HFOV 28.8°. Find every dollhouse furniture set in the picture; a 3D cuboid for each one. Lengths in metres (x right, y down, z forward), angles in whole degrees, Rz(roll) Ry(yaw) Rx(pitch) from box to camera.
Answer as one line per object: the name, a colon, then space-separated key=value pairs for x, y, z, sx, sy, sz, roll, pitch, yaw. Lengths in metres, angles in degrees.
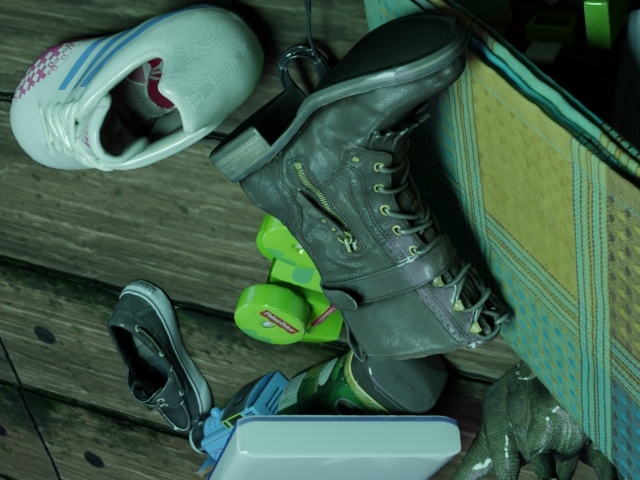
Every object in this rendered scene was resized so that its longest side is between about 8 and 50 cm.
dollhouse furniture set: x=0.135 y=-0.165 z=0.871 sx=0.152 sy=0.058 sz=0.076 roll=10 pitch=135 yaw=26

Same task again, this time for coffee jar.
coffee jar: x=0.041 y=0.150 z=1.244 sx=0.096 sy=0.079 sz=0.184 roll=39 pitch=142 yaw=-12

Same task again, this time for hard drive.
hard drive: x=-0.006 y=0.245 z=1.279 sx=0.210 sy=0.040 sz=0.318 roll=2 pitch=155 yaw=-13

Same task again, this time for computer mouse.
computer mouse: x=-0.004 y=-0.184 z=0.971 sx=0.071 sy=0.041 sz=0.242 roll=7 pitch=141 yaw=9

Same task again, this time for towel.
towel: x=0.139 y=-0.019 z=0.868 sx=0.370 sy=0.040 sz=0.271 roll=52 pitch=160 yaw=46

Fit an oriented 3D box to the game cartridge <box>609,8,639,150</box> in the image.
game cartridge: x=0.235 y=-0.001 z=0.866 sx=0.060 sy=0.196 sz=0.294 roll=2 pitch=136 yaw=5

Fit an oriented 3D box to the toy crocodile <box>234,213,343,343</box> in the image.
toy crocodile: x=0.000 y=0.000 z=1.086 sx=0.105 sy=0.115 sz=0.340 roll=17 pitch=145 yaw=-4

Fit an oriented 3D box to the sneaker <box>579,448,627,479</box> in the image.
sneaker: x=0.314 y=0.224 z=1.093 sx=0.229 sy=0.132 sz=0.086 roll=7 pitch=134 yaw=28

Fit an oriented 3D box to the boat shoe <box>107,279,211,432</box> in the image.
boat shoe: x=-0.185 y=0.149 z=1.398 sx=0.080 sy=0.076 sz=0.228 roll=13 pitch=137 yaw=23

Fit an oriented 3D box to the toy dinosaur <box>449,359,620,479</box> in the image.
toy dinosaur: x=0.200 y=0.166 z=1.128 sx=0.121 sy=0.160 sz=0.313 roll=2 pitch=154 yaw=-10

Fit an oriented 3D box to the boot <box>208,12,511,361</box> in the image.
boot: x=0.061 y=-0.022 z=0.880 sx=0.229 sy=0.091 sz=0.263 roll=51 pitch=141 yaw=-13

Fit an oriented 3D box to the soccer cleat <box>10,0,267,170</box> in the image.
soccer cleat: x=-0.191 y=-0.113 z=1.079 sx=0.331 sy=0.143 sz=0.116 roll=-16 pitch=120 yaw=44

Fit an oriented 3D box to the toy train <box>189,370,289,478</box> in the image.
toy train: x=-0.077 y=0.220 z=1.399 sx=0.105 sy=0.080 sz=0.184 roll=48 pitch=136 yaw=-9
